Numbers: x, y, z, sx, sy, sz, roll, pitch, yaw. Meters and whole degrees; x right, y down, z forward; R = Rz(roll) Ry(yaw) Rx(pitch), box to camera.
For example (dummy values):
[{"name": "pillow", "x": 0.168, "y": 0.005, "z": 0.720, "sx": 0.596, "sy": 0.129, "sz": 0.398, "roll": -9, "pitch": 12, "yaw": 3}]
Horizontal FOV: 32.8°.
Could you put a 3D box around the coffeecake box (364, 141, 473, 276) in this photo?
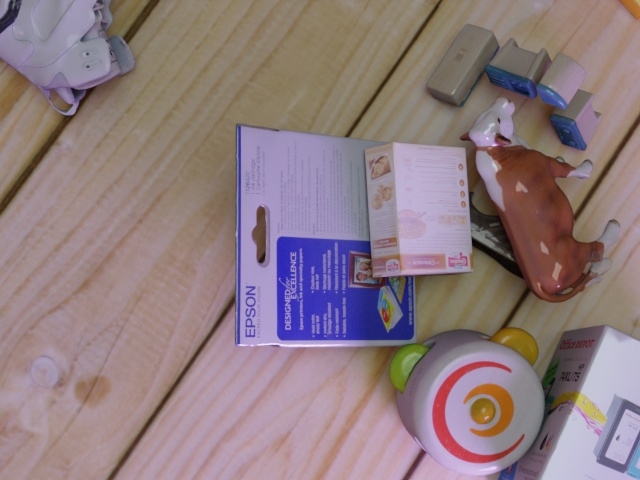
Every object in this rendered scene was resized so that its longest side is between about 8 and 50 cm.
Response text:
[{"name": "coffeecake box", "x": 0.143, "y": -0.042, "z": 1.565, "sx": 0.142, "sy": 0.068, "sz": 0.185, "roll": 0, "pitch": 84, "yaw": -37}]

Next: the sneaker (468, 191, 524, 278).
[{"name": "sneaker", "x": 0.281, "y": -0.004, "z": 1.634, "sx": 0.188, "sy": 0.066, "sz": 0.071, "roll": 32, "pitch": 79, "yaw": -1}]

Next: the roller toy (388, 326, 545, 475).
[{"name": "roller toy", "x": 0.216, "y": 0.229, "z": 1.546, "sx": 0.209, "sy": 0.146, "sz": 0.191, "roll": -13, "pitch": 97, "yaw": -8}]

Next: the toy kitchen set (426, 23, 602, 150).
[{"name": "toy kitchen set", "x": 0.299, "y": -0.212, "z": 1.664, "sx": 0.207, "sy": 0.166, "sz": 0.122, "roll": 28, "pitch": 79, "yaw": 36}]

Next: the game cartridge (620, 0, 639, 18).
[{"name": "game cartridge", "x": 0.547, "y": -0.542, "z": 1.733, "sx": 0.324, "sy": 0.052, "sz": 0.285, "roll": -41, "pitch": 88, "yaw": -6}]

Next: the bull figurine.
[{"name": "bull figurine", "x": 0.322, "y": -0.059, "z": 1.588, "sx": 0.188, "sy": 0.101, "sz": 0.310, "roll": -8, "pitch": 76, "yaw": -30}]

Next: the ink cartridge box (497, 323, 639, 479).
[{"name": "ink cartridge box", "x": 0.408, "y": 0.283, "z": 1.545, "sx": 0.197, "sy": 0.198, "sz": 0.270, "roll": 26, "pitch": 81, "yaw": -1}]

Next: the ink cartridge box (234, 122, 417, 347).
[{"name": "ink cartridge box", "x": 0.000, "y": 0.000, "z": 1.546, "sx": 0.307, "sy": 0.072, "sz": 0.303, "roll": 3, "pitch": 84, "yaw": -31}]

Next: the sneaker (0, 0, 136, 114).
[{"name": "sneaker", "x": -0.321, "y": -0.355, "z": 1.559, "sx": 0.366, "sy": 0.137, "sz": 0.210, "roll": -42, "pitch": 94, "yaw": 15}]
